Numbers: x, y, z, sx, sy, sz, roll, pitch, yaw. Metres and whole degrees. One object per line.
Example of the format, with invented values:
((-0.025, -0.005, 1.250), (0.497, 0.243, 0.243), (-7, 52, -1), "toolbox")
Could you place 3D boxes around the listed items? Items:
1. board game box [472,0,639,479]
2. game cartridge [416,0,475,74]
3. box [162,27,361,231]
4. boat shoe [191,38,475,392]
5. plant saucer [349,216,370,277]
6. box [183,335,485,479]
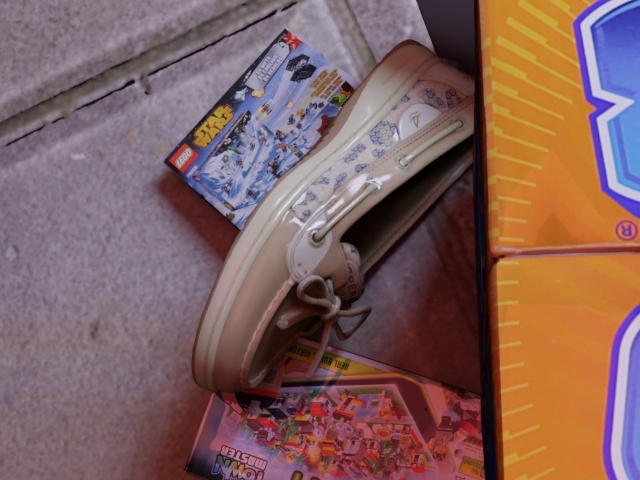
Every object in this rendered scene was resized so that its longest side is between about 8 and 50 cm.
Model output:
((0.257, 0.051, 0.598), (0.356, 0.356, 0.356), (-2, 73, 6), "board game box")
((0.206, -0.144, 0.778), (0.294, 0.196, 0.060), (11, 81, 17), "game cartridge")
((-0.037, -0.078, 0.904), (0.137, 0.027, 0.094), (-48, 60, -3), "box")
((0.020, -0.010, 0.817), (0.089, 0.104, 0.285), (31, 72, 14), "boat shoe")
((0.000, 0.000, 0.884), (0.083, 0.013, 0.084), (-4, 73, 13), "plant saucer")
((0.024, 0.136, 0.824), (0.207, 0.036, 0.114), (16, 78, 18), "box")
